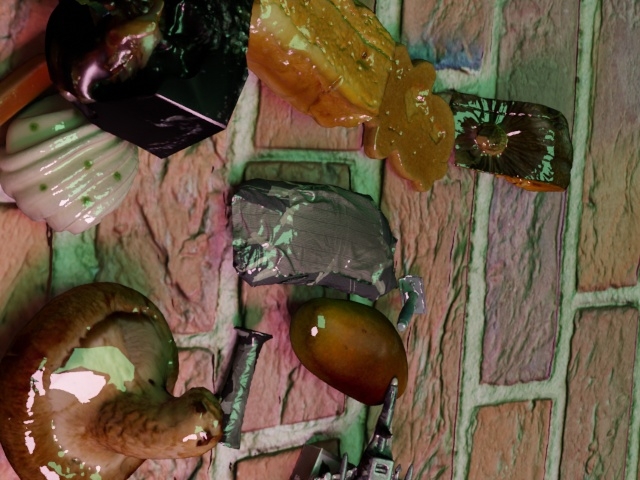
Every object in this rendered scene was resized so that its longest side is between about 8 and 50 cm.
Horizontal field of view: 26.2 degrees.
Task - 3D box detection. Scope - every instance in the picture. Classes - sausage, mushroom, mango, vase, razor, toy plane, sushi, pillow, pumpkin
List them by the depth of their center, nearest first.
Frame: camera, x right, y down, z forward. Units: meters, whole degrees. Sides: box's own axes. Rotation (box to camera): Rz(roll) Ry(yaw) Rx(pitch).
[{"bbox_3d":[-0.215,-0.242,1.619,0.212,0.215,0.227,24,67,-28],"label":"sushi"},{"bbox_3d":[-0.365,-0.174,1.630,0.131,0.039,0.041,-44,133,-28],"label":"sausage"},{"bbox_3d":[-0.272,0.184,1.686,0.267,0.254,0.267,12,67,-29],"label":"mushroom"},{"bbox_3d":[-0.117,0.205,1.926,0.059,0.059,0.167,23,82,-44],"label":"vase"},{"bbox_3d":[0.000,0.000,1.974,0.335,0.092,0.161,8,83,-45],"label":"pillow"},{"bbox_3d":[0.083,0.335,2.029,0.192,0.088,0.262,11,101,-11],"label":"toy plane"},{"bbox_3d":[0.044,0.155,2.034,0.133,0.111,0.267,-48,134,2],"label":"mango"},{"bbox_3d":[0.136,0.109,2.123,0.135,0.040,0.068,-61,143,-67],"label":"razor"},{"bbox_3d":[0.327,-0.158,2.246,0.248,0.126,0.131,10,88,-44],"label":"pumpkin"}]

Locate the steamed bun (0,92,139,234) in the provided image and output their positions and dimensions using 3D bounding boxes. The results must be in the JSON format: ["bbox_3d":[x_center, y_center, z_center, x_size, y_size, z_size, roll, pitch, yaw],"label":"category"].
[{"bbox_3d":[-0.295,-0.093,1.667,0.183,0.106,0.183,-9,103,-41],"label":"steamed bun"}]

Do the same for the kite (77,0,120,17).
[{"bbox_3d":[-0.254,-0.310,1.524,0.169,0.310,0.015,-38,130,-23],"label":"kite"}]

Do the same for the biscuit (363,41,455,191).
[{"bbox_3d":[0.132,-0.187,2.114,0.249,0.035,0.184,46,67,-40],"label":"biscuit"}]

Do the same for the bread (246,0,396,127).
[{"bbox_3d":[-0.025,-0.279,1.878,0.294,0.132,0.167,36,72,-41],"label":"bread"}]

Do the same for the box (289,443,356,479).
[{"bbox_3d":[0.054,0.455,2.145,0.325,0.047,0.180,35,73,-42],"label":"box"}]
